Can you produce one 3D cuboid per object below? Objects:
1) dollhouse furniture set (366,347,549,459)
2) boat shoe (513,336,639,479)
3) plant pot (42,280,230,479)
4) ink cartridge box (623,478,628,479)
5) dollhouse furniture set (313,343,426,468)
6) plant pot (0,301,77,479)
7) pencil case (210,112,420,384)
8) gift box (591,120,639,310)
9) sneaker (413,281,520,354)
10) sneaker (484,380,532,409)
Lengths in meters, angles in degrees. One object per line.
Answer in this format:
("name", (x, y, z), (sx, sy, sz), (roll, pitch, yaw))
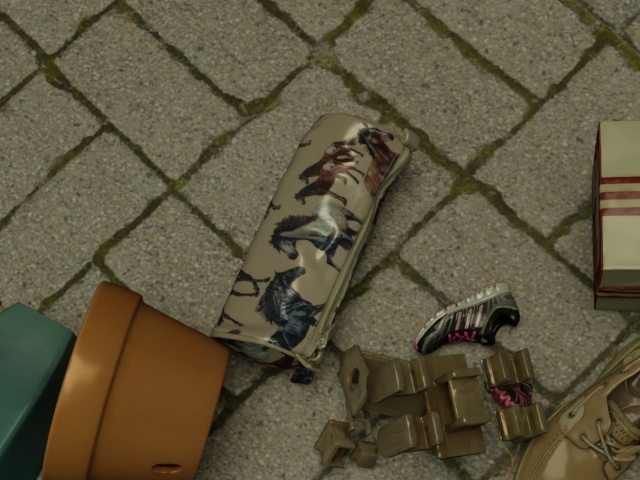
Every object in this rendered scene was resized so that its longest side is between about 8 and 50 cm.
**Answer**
("dollhouse furniture set", (0.178, 0.280, 1.602), (0.212, 0.161, 0.242), (-2, 70, -25))
("boat shoe", (0.390, 0.257, 1.617), (0.121, 0.110, 0.341), (41, 79, 0))
("plant pot", (-0.249, 0.221, 1.658), (0.203, 0.291, 0.291), (15, 73, -4))
("ink cartridge box", (0.432, 0.437, 1.585), (0.115, 0.067, 0.198), (-36, 68, -5))
("dollhouse furniture set", (0.101, 0.253, 1.711), (0.182, 0.161, 0.101), (16, 28, -25))
("plant pot", (-0.458, 0.225, 1.740), (0.165, 0.166, 0.234), (26, 68, 16))
("pencil case", (0.000, 0.000, 1.748), (0.183, 0.160, 0.410), (18, 74, 23))
("gift box", (0.515, -0.051, 1.648), (0.258, 0.255, 0.276), (1, 77, 10))
("sneaker", (0.219, 0.128, 1.725), (0.170, 0.063, 0.075), (-28, 63, -8))
("sneaker", (0.289, 0.230, 1.694), (0.057, 0.047, 0.119), (-31, 70, -16))
